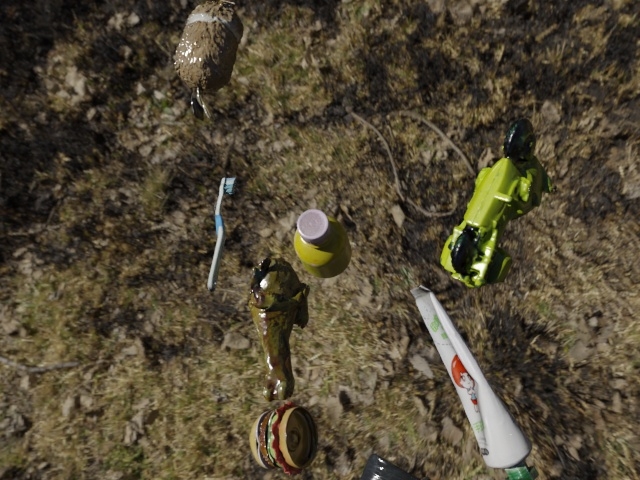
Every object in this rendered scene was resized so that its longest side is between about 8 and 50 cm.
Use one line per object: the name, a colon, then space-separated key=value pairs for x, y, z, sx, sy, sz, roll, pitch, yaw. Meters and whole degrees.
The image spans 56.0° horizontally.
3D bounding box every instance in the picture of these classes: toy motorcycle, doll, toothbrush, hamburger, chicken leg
toy motorcycle: x=0.364 y=-0.066 z=1.230 sx=0.142 sy=0.206 sz=0.342 roll=23 pitch=85 yaw=46
doll: x=-0.206 y=-0.327 z=1.080 sx=0.105 sy=0.115 sz=0.221 roll=18 pitch=80 yaw=-15
toothbrush: x=-0.229 y=-0.026 z=1.352 sx=0.040 sy=0.040 sz=0.386 roll=-13 pitch=39 yaw=11
hamburger: x=-0.099 y=0.491 z=1.497 sx=0.136 sy=0.175 sz=0.175 roll=-12 pitch=74 yaw=29
chicken leg: x=-0.104 y=0.226 z=1.580 sx=0.140 sy=0.211 sz=0.361 roll=-13 pitch=80 yaw=35

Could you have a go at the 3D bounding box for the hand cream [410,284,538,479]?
hand cream: x=0.232 y=0.219 z=0.944 sx=0.076 sy=0.121 sz=0.336 roll=-26 pitch=79 yaw=-8

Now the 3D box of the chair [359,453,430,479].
chair: x=0.145 y=0.430 z=0.937 sx=0.221 sy=0.145 sz=0.140 roll=22 pitch=71 yaw=22

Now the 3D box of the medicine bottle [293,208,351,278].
medicine bottle: x=0.000 y=0.000 z=1.330 sx=0.121 sy=0.212 sz=0.122 roll=-3 pitch=70 yaw=8
